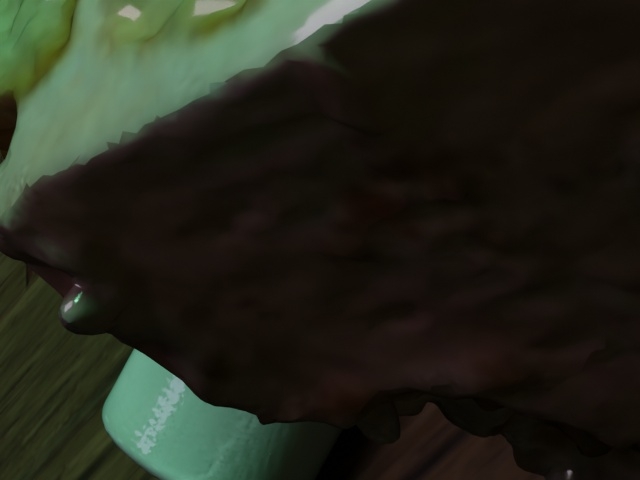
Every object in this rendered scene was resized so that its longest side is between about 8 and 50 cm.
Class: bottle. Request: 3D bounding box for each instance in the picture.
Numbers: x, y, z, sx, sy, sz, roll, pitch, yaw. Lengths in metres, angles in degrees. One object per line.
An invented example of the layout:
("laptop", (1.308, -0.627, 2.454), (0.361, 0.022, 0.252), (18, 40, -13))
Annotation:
("bottle", (0.000, 0.000, 0.890), (0.245, 0.104, 0.104), (-61, 29, 7))

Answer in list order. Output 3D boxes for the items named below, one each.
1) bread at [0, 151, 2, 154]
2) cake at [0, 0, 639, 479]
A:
("bread", (-0.104, -0.107, 1.167), (0.269, 0.087, 0.098), (-31, 46, 47))
("cake", (0.084, -0.088, 0.623), (0.307, 0.314, 0.293), (-26, 49, 37))
